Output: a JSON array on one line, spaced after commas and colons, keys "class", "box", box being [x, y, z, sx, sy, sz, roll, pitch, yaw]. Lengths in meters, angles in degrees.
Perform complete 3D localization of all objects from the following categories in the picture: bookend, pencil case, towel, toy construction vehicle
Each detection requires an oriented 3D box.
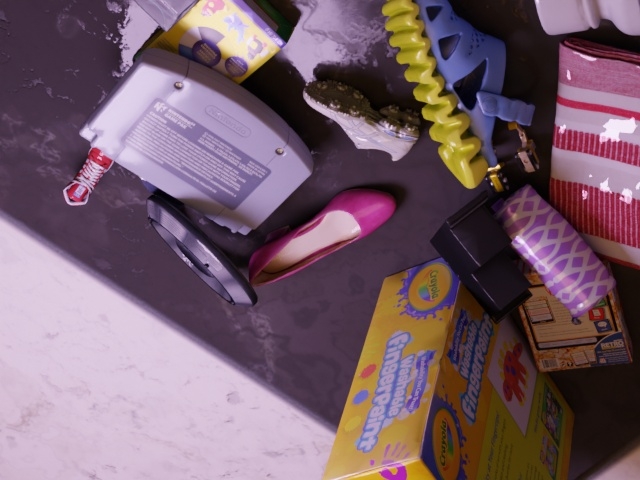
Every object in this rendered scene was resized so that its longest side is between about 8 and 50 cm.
[{"class": "bookend", "box": [0.237, 0.026, 1.709, 0.072, 0.157, 0.156, -37, 83, -9]}, {"class": "pencil case", "box": [0.329, 0.015, 1.737, 0.086, 0.088, 0.206, -39, 88, -1]}, {"class": "towel", "box": [0.420, -0.099, 1.646, 0.237, 0.037, 0.329, 19, 132, 28]}, {"class": "toy construction vehicle", "box": [0.263, -0.121, 1.724, 0.086, 0.035, 0.098, -14, 119, 37]}]

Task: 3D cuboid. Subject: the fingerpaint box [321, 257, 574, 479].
[{"class": "fingerpaint box", "box": [0.204, 0.298, 1.784, 0.163, 0.445, 0.371, -21, 118, 29]}]

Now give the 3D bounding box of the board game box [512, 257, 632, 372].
[{"class": "board game box", "box": [0.379, 0.108, 1.848, 0.146, 0.045, 0.193, -9, 123, 22]}]

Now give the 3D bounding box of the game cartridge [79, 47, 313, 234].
[{"class": "game cartridge", "box": [-0.167, -0.142, 1.746, 0.297, 0.062, 0.198, 32, 120, -23]}]

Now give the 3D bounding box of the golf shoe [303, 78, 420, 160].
[{"class": "golf shoe", "box": [0.050, -0.163, 1.729, 0.176, 0.069, 0.086, 24, 134, -1]}]

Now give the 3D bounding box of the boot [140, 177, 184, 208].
[{"class": "boot", "box": [-0.257, -0.125, 1.838, 0.190, 0.069, 0.086, 42, 122, -18]}]

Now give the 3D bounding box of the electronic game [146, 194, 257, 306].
[{"class": "electronic game", "box": [-0.180, 0.017, 1.858, 0.048, 0.229, 0.229, -45, 111, -10]}]

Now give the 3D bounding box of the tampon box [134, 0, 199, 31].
[{"class": "tampon box", "box": [-0.186, -0.373, 1.577, 0.120, 0.161, 0.101, 42, 125, -18]}]

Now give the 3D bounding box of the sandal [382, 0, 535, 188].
[{"class": "sandal", "box": [0.184, -0.234, 1.621, 0.138, 0.126, 0.317, -28, 113, -4]}]

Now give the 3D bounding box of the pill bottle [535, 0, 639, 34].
[{"class": "pill bottle", "box": [0.429, -0.347, 1.397, 0.361, 0.204, 0.204, -6, 124, 20]}]

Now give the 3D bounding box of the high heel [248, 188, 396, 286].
[{"class": "high heel", "box": [0.000, 0.000, 1.828, 0.244, 0.117, 0.082, -15, 120, 25]}]

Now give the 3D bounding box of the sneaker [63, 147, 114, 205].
[{"class": "sneaker", "box": [-0.357, -0.100, 1.886, 0.042, 0.067, 0.118, 32, 127, -10]}]

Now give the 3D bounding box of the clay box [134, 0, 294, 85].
[{"class": "clay box", "box": [-0.158, -0.267, 1.716, 0.127, 0.053, 0.222, 42, 125, -18]}]
